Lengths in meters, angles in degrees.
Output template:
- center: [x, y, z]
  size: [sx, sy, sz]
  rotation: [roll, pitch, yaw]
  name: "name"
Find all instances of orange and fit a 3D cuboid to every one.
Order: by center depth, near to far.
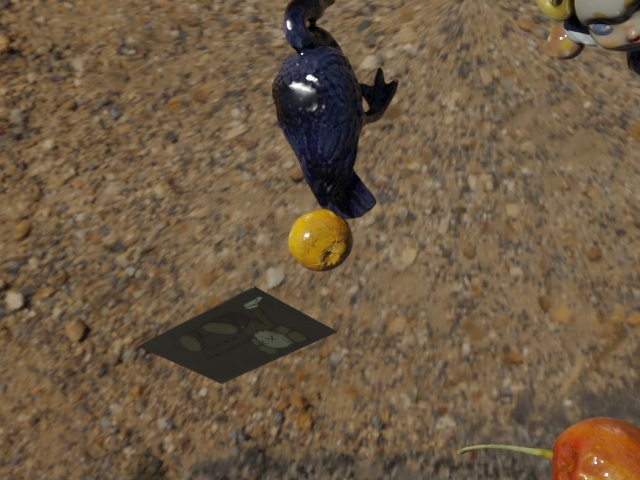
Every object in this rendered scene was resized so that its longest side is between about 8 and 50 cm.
- center: [0.000, 0.000, 1.458]
  size: [0.083, 0.070, 0.083]
  rotation: [-12, 132, -14]
  name: "orange"

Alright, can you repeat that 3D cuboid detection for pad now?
- center: [-0.092, 0.107, 1.237]
  size: [0.190, 0.004, 0.127]
  rotation: [-27, 137, 36]
  name: "pad"

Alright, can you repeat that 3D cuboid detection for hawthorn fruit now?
- center: [0.340, 0.308, 1.577]
  size: [0.285, 0.165, 0.165]
  rotation: [20, 105, 17]
  name: "hawthorn fruit"

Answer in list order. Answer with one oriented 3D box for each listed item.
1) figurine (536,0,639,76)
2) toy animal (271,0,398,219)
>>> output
- center: [0.337, -0.235, 1.107]
  size: [0.274, 0.194, 0.133]
  rotation: [15, 63, -18]
  name: "figurine"
- center: [0.012, -0.178, 1.502]
  size: [0.122, 0.185, 0.298]
  rotation: [1, 89, 27]
  name: "toy animal"
